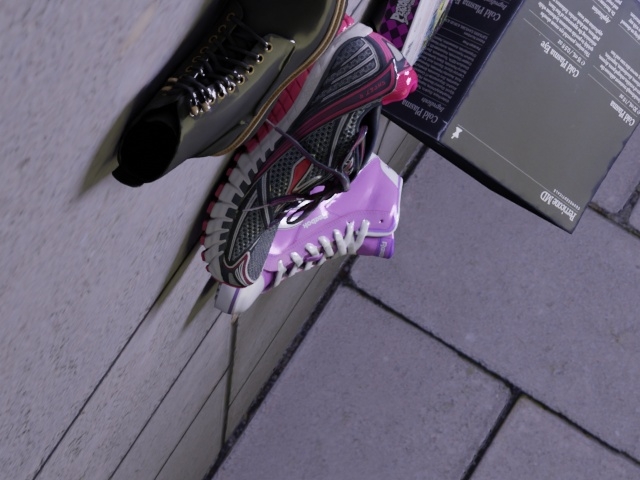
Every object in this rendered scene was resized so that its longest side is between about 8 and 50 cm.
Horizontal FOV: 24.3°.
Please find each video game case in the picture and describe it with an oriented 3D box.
[{"bbox_3d":[0.130,-0.309,1.686,0.210,0.041,0.232,-53,167,-49],"label":"video game case"}]

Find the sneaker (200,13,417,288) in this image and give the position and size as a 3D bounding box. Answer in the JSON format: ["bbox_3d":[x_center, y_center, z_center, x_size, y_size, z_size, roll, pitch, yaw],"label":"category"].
[{"bbox_3d":[-0.020,-0.069,1.405,0.299,0.112,0.121,-60,175,29],"label":"sneaker"}]

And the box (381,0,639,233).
[{"bbox_3d":[0.279,-0.230,2.020,0.343,0.179,0.313,30,92,-44],"label":"box"}]

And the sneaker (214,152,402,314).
[{"bbox_3d":[0.000,-0.001,1.760,0.282,0.161,0.102,-55,176,-25],"label":"sneaker"}]

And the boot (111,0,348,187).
[{"bbox_3d":[-0.056,-0.121,0.980,0.198,0.077,0.137,-62,169,28],"label":"boot"}]

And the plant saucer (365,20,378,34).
[{"bbox_3d":[0.037,-0.196,1.714,0.119,0.021,0.119,-58,175,-9],"label":"plant saucer"}]
